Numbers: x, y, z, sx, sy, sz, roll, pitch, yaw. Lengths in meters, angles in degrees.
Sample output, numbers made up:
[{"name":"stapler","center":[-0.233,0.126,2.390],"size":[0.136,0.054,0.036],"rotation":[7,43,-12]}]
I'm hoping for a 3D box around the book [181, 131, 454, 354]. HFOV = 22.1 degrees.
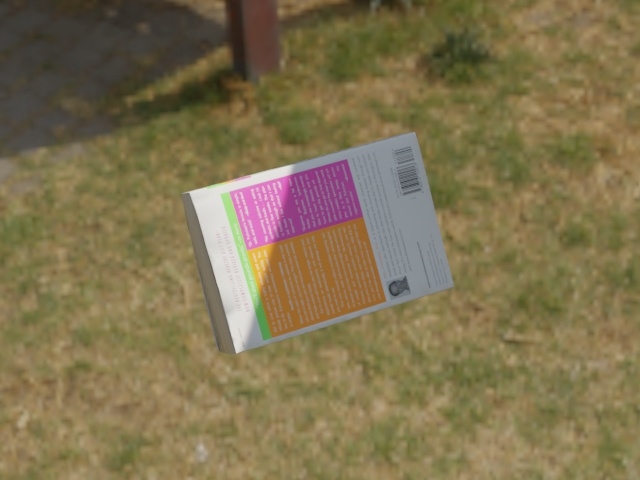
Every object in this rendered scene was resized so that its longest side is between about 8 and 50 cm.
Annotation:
[{"name":"book","center":[0.000,0.000,0.947],"size":[0.144,0.096,0.035],"rotation":[-15,5,-21]}]
